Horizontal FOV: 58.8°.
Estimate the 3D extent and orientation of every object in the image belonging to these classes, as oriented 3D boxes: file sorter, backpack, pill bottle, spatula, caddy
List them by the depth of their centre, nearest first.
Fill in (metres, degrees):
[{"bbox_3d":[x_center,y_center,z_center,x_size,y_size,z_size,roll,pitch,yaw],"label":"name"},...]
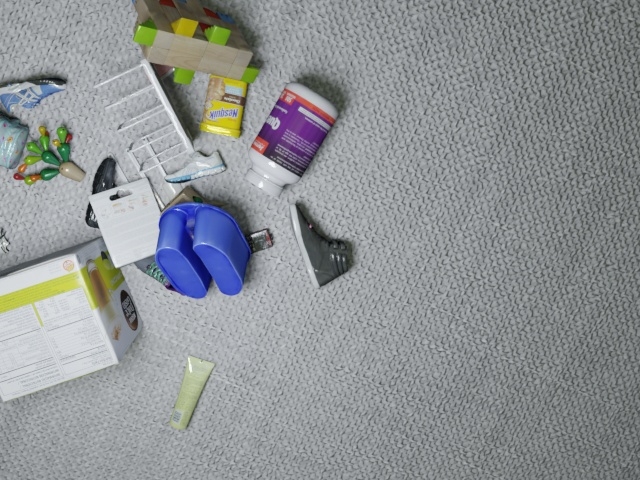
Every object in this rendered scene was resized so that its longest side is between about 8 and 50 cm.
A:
[{"bbox_3d":[-0.504,-0.361,1.635,0.173,0.193,0.278,-26,113,-5],"label":"file sorter"},{"bbox_3d":[-0.948,-0.289,1.654,0.144,0.188,0.166,23,97,-8],"label":"backpack"},{"bbox_3d":[-0.349,0.026,1.704,0.241,0.179,0.341,-5,142,10],"label":"caddy"},{"bbox_3d":[-0.097,-0.300,1.715,0.181,0.181,0.323,30,96,-9],"label":"pill bottle"},{"bbox_3d":[-0.548,-0.195,1.788,0.168,0.019,0.242,-26,99,5],"label":"spatula"}]

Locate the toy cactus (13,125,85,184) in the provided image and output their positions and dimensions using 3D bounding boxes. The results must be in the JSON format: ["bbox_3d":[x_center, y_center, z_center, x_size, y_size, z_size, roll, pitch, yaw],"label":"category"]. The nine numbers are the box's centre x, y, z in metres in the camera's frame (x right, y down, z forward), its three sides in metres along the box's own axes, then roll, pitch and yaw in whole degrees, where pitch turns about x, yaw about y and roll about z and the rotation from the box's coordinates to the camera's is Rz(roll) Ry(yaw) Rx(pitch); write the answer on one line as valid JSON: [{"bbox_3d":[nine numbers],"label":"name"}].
[{"bbox_3d":[-0.810,-0.239,1.731,0.180,0.112,0.219,34,94,-28],"label":"toy cactus"}]

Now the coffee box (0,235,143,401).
[{"bbox_3d":[-0.770,0.214,1.679,0.338,0.337,0.335,-19,101,-2],"label":"coffee box"}]

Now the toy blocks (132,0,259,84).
[{"bbox_3d":[-0.376,-0.598,1.610,0.381,0.261,0.191,0,139,-40],"label":"toy blocks"}]

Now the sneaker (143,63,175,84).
[{"bbox_3d":[-0.473,-0.530,1.714,0.134,0.051,0.070,-33,106,6],"label":"sneaker"}]

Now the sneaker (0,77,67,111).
[{"bbox_3d":[-0.854,-0.438,1.697,0.211,0.080,0.081,-8,107,7],"label":"sneaker"}]

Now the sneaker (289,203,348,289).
[{"bbox_3d":[0.000,0.000,1.820,0.146,0.104,0.296,-21,107,-2],"label":"sneaker"}]

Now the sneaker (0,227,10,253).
[{"bbox_3d":[-0.995,0.001,1.785,0.036,0.032,0.083,1,105,-18],"label":"sneaker"}]

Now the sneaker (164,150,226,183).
[{"bbox_3d":[-0.397,-0.230,1.770,0.190,0.071,0.083,-17,94,-10],"label":"sneaker"}]

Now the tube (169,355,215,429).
[{"bbox_3d":[-0.436,0.509,1.902,0.070,0.062,0.240,16,95,-51],"label":"tube"}]

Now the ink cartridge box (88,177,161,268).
[{"bbox_3d":[-0.584,-0.053,1.763,0.189,0.066,0.232,-21,90,-17],"label":"ink cartridge box"}]

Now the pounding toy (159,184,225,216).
[{"bbox_3d":[-0.399,-0.097,1.778,0.141,0.100,0.130,-39,110,17],"label":"pounding toy"}]

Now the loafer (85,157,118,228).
[{"bbox_3d":[-0.668,-0.145,1.764,0.078,0.076,0.223,11,97,-39],"label":"loafer"}]

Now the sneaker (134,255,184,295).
[{"bbox_3d":[-0.498,0.102,1.800,0.223,0.098,0.083,29,97,-9],"label":"sneaker"}]

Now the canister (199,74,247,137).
[{"bbox_3d":[-0.295,-0.410,1.738,0.126,0.073,0.170,10,98,-6],"label":"canister"}]

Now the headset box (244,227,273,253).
[{"bbox_3d":[-0.195,0.000,1.837,0.083,0.032,0.062,-19,101,-1],"label":"headset box"}]
